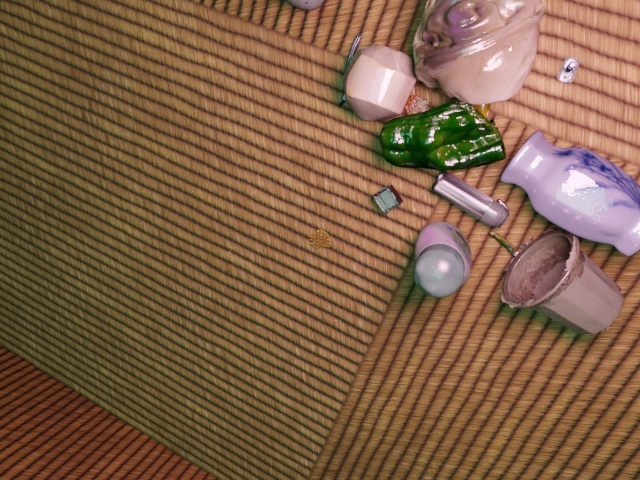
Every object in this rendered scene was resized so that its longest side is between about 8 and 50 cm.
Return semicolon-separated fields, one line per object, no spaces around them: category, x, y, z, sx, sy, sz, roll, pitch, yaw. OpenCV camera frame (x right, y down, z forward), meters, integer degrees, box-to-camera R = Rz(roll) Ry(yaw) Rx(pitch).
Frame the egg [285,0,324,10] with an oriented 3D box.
egg;-0.069;-0.835;1.451;0.169;0.169;0.236;-31;93;24

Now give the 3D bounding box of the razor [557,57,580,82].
razor;0.697;-0.481;1.290;0.040;0.135;0.068;21;111;17

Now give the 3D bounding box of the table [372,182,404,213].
table;0.229;-0.140;1.584;0.070;0.082;0.083;-33;91;24

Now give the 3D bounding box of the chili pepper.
chili pepper;0.366;-0.298;1.416;0.385;0.167;0.213;0;144;17

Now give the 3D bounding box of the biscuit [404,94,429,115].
biscuit;0.318;-0.431;1.508;0.078;0.015;0.091;-31;93;23

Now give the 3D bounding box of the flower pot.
flower pot;0.737;0.136;1.394;0.259;0.290;0.290;32;114;-8

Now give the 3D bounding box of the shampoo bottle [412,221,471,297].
shampoo bottle;0.378;0.064;1.441;0.151;0.349;0.222;-29;93;25

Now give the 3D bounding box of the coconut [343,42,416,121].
coconut;0.176;-0.477;1.431;0.241;0.241;0.241;5;106;19

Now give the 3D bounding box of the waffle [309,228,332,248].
waffle;-0.002;-0.001;1.743;0.085;0.016;0.078;-23;92;23

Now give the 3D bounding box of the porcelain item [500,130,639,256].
porcelain item;0.736;-0.140;1.311;0.405;0.242;0.178;36;133;17

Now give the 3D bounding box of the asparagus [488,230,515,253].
asparagus;0.598;0.004;1.522;0.108;0.025;0.021;40;135;5

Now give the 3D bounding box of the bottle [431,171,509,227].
bottle;0.487;-0.137;1.498;0.254;0.079;0.096;34;75;10

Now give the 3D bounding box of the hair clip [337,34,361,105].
hair clip;0.101;-0.562;1.538;0.070;0.039;0.229;10;107;18

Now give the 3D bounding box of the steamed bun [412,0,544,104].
steamed bun;0.398;-0.556;1.259;0.339;0.247;0.352;22;104;43

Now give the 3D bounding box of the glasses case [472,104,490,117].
glasses case;0.483;-0.486;1.402;0.079;0.064;0.234;14;108;39
